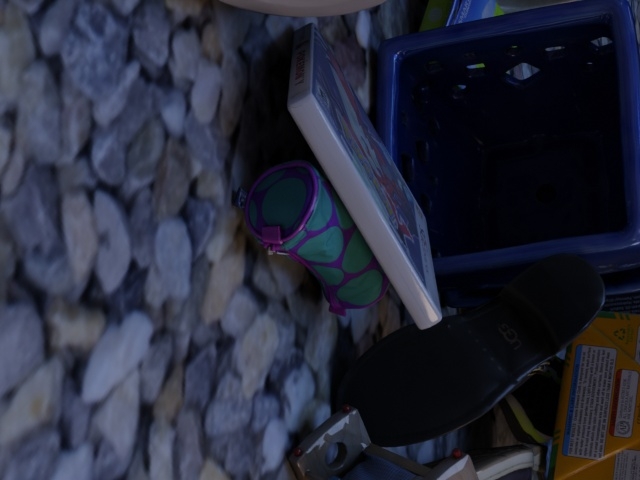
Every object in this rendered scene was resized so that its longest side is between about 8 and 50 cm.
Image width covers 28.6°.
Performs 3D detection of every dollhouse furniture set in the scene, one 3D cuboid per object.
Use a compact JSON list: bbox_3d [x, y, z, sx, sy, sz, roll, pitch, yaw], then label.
[{"bbox_3d":[0.017,0.229,0.869,0.184,0.129,0.129,-38,120,-28],"label":"dollhouse furniture set"}]

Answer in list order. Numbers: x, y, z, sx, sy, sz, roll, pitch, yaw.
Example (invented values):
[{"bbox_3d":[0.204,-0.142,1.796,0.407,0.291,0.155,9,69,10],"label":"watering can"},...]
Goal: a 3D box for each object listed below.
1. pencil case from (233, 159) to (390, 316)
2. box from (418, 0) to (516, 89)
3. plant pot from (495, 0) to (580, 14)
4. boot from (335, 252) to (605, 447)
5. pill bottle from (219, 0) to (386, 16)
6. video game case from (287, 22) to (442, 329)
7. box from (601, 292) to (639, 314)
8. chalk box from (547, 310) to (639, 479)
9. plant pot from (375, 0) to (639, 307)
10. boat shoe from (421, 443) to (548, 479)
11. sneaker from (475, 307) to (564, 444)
[{"bbox_3d":[0.000,0.000,0.927,0.070,0.065,0.152,-64,147,-11],"label":"pencil case"},{"bbox_3d":[0.149,-0.204,1.296,0.178,0.042,0.109,30,76,-60],"label":"box"},{"bbox_3d":[0.220,-0.449,1.285,0.334,0.334,0.305,30,45,-59],"label":"plant pot"},{"bbox_3d":[0.128,0.118,1.086,0.091,0.263,0.229,60,-12,16],"label":"boot"},{"bbox_3d":[-0.013,-0.330,0.864,0.181,0.182,0.322,24,61,-61],"label":"pill bottle"},{"bbox_3d":[0.034,-0.055,0.962,0.201,0.023,0.183,58,13,-22],"label":"video game case"},{"bbox_3d":[0.499,0.180,1.792,0.343,0.179,0.312,6,76,-64],"label":"box"},{"bbox_3d":[0.356,0.194,1.283,0.289,0.179,0.180,41,56,-62],"label":"chalk box"},{"bbox_3d":[0.193,-0.061,1.168,0.212,0.236,0.235,40,47,-62],"label":"plant pot"},{"bbox_3d":[0.154,0.236,1.141,0.285,0.103,0.092,15,64,-69],"label":"boat shoe"},{"bbox_3d":[0.232,0.134,1.337,0.234,0.097,0.084,56,35,-43],"label":"sneaker"}]
